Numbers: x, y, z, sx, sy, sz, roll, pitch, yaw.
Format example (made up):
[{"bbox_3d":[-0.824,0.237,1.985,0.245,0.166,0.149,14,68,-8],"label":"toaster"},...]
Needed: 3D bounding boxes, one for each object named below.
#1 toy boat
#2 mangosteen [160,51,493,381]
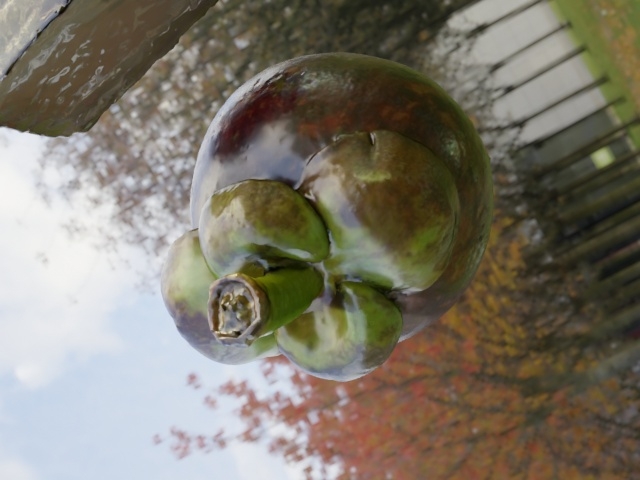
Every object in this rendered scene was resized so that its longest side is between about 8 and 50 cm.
[{"bbox_3d":[-0.096,-0.128,0.543,0.061,0.188,0.116,49,-167,15],"label":"toy boat"},{"bbox_3d":[0.010,0.001,0.557,0.146,0.156,0.181,21,-144,-19],"label":"mangosteen"}]
